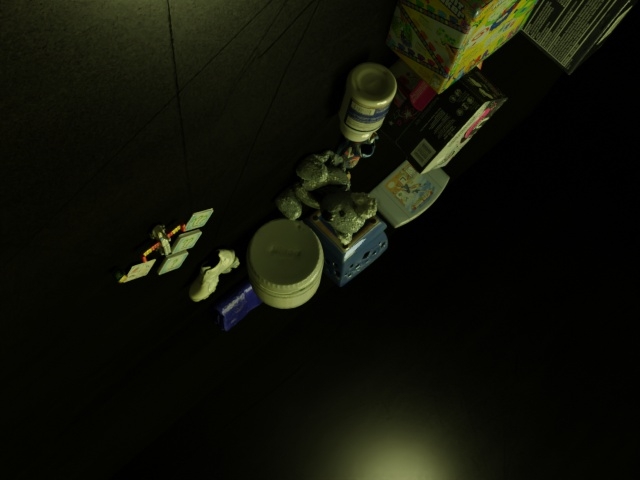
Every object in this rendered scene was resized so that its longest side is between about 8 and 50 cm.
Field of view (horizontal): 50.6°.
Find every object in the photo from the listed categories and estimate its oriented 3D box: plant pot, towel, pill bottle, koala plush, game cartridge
[{"bbox_3d":[0.076,-0.025,2.248,0.236,0.236,0.212,-39,162,-18],"label":"plant pot"},{"bbox_3d":[-0.229,0.180,2.312,0.308,0.076,0.227,-40,169,-18],"label":"towel"},{"bbox_3d":[0.100,-0.309,1.551,0.112,0.112,0.186,-39,169,-20],"label":"pill bottle"},{"bbox_3d":[0.039,-0.108,1.799,0.203,0.221,0.196,-31,163,-49],"label":"koala plush"},{"bbox_3d":[0.349,-0.198,2.631,0.297,0.198,0.062,-42,169,-8],"label":"game cartridge"}]

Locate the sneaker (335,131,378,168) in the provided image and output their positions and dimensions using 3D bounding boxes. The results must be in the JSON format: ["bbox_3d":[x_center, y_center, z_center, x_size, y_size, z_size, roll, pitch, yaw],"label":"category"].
[{"bbox_3d":[0.100,-0.250,1.838,0.083,0.087,0.221,-39,168,-18],"label":"sneaker"}]

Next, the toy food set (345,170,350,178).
[{"bbox_3d":[0.062,-0.182,2.133,0.083,0.020,0.083,-51,167,33],"label":"toy food set"}]

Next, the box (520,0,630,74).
[{"bbox_3d":[0.645,-0.649,1.733,0.183,0.294,0.296,-41,169,-26],"label":"box"}]

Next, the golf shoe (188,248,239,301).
[{"bbox_3d":[-0.300,0.085,1.788,0.176,0.069,0.086,-48,148,9],"label":"golf shoe"}]

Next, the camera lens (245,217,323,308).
[{"bbox_3d":[-0.103,0.071,1.968,0.219,0.219,0.274,-41,169,-13],"label":"camera lens"}]

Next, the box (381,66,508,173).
[{"bbox_3d":[0.302,-0.307,1.657,0.142,0.163,0.247,-23,159,-49],"label":"box"}]

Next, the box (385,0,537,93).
[{"bbox_3d":[0.318,-0.510,1.402,0.290,0.177,0.279,-39,168,-18],"label":"box"}]

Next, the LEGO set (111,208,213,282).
[{"bbox_3d":[-0.329,0.028,1.447,0.182,0.060,0.244,-53,166,25],"label":"LEGO set"}]

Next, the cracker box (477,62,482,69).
[{"bbox_3d":[0.385,-0.468,2.057,0.232,0.067,0.155,-41,163,-9],"label":"cracker box"}]

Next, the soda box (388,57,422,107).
[{"bbox_3d":[0.244,-0.400,1.772,0.083,0.092,0.263,-44,169,2],"label":"soda box"}]
